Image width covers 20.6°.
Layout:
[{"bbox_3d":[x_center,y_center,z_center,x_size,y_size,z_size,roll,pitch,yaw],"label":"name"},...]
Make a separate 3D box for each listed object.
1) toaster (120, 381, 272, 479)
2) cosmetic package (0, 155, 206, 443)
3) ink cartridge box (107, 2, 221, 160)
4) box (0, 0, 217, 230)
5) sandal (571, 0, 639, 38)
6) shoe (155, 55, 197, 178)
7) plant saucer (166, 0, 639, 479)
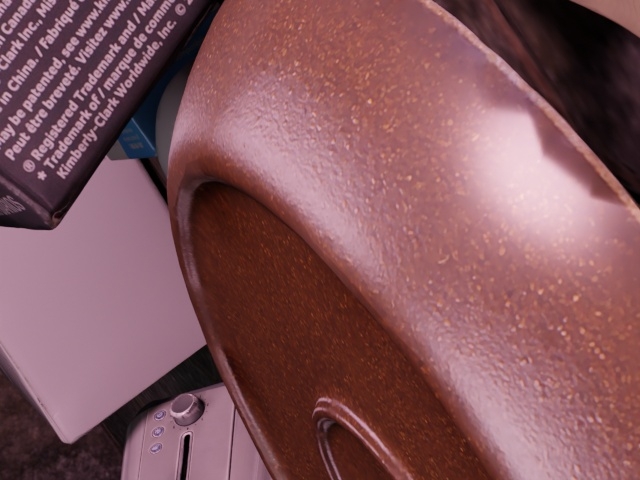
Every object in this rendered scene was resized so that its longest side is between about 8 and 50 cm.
[{"bbox_3d":[-0.043,0.207,1.093,0.146,0.129,0.227,-82,-29,-53],"label":"toaster"},{"bbox_3d":[-0.195,-0.025,1.114,0.224,0.138,0.225,29,151,60],"label":"cosmetic package"},{"bbox_3d":[-0.106,-0.124,0.736,0.180,0.060,0.104,56,167,-12],"label":"ink cartridge box"},{"bbox_3d":[-0.169,-0.138,0.557,0.270,0.143,0.165,39,166,-19],"label":"box"},{"bbox_3d":[0.027,-0.085,0.409,0.180,0.049,0.072,41,161,43],"label":"sandal"},{"bbox_3d":[0.000,0.000,0.694,0.081,0.063,0.178,42,167,37],"label":"shoe"},{"bbox_3d":[0.039,0.070,0.480,0.310,0.050,0.310,52,164,22],"label":"plant saucer"}]
